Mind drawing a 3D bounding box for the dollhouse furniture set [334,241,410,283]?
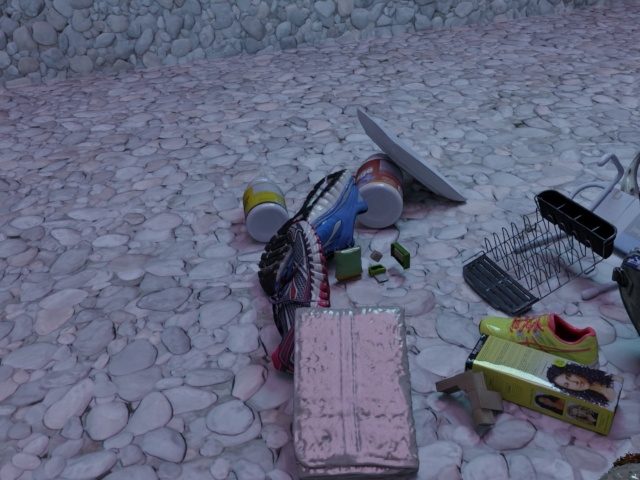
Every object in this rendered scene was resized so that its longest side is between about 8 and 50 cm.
[{"bbox_3d":[0.106,0.051,1.341,0.152,0.076,0.058,-14,32,-17],"label":"dollhouse furniture set"}]

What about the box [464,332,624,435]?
[{"bbox_3d":[0.357,0.228,1.045,0.232,0.058,0.087,14,36,28],"label":"box"}]

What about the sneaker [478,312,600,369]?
[{"bbox_3d":[0.380,0.159,1.121,0.208,0.094,0.081,12,36,26],"label":"sneaker"}]

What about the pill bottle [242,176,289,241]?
[{"bbox_3d":[-0.134,-0.082,1.555,0.103,0.103,0.184,-8,31,-7],"label":"pill bottle"}]

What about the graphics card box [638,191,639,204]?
[{"bbox_3d":[0.795,-0.005,1.209,0.371,0.232,0.094,-9,4,-7],"label":"graphics card box"}]

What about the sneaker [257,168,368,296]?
[{"bbox_3d":[0.000,0.000,1.374,0.330,0.147,0.130,-51,19,-25],"label":"sneaker"}]

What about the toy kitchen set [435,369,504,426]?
[{"bbox_3d":[0.242,0.261,1.037,0.068,0.075,0.083,18,53,-41],"label":"toy kitchen set"}]

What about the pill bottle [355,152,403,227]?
[{"bbox_3d":[0.143,-0.131,1.592,0.121,0.121,0.216,1,31,7],"label":"pill bottle"}]

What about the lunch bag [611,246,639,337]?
[{"bbox_3d":[0.665,0.103,1.035,0.305,0.212,0.256,-10,44,-9],"label":"lunch bag"}]

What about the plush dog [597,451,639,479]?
[{"bbox_3d":[0.427,0.338,0.765,0.225,0.210,0.262,-12,18,43],"label":"plush dog"}]

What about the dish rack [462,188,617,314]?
[{"bbox_3d":[0.426,0.025,1.298,0.271,0.074,0.208,-31,36,-6],"label":"dish rack"}]

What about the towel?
[{"bbox_3d":[0.050,0.229,1.000,0.187,0.049,0.282,-1,56,2],"label":"towel"}]

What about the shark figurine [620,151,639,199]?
[{"bbox_3d":[0.734,-0.090,1.466,0.166,0.116,0.278,-23,54,44],"label":"shark figurine"}]

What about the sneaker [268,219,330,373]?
[{"bbox_3d":[-0.038,0.094,1.169,0.112,0.121,0.299,-7,57,3],"label":"sneaker"}]

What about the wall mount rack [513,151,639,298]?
[{"bbox_3d":[0.603,-0.021,1.365,0.304,0.130,0.350,-49,38,4],"label":"wall mount rack"}]

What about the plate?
[{"bbox_3d":[0.223,-0.214,1.665,0.277,0.045,0.278,31,16,-31],"label":"plate"}]
